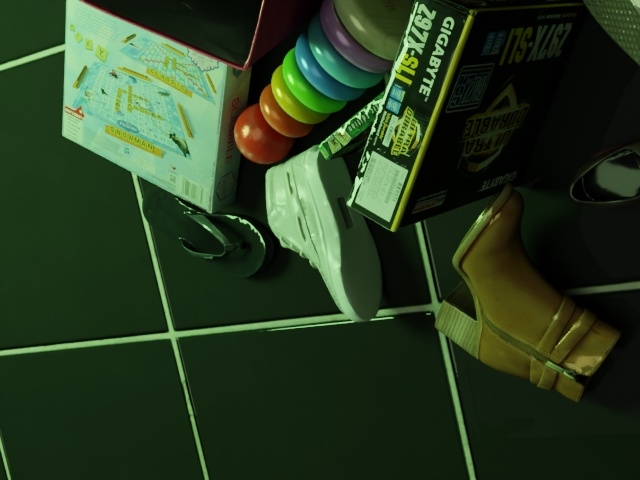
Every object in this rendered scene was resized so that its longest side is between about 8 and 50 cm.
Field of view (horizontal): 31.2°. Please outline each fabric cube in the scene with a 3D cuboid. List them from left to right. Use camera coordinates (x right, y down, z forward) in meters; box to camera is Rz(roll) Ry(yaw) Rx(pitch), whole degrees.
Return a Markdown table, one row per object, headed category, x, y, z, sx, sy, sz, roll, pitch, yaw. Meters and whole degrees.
| category | x | y | z | sx | sy | sz | roll | pitch | yaw |
| --- | --- | --- | --- | --- | --- | --- | --- | --- | --- |
| fabric cube | -0.125 | -0.410 | 1.462 | 0.254 | 0.258 | 0.259 | 25 | 123 | 11 |

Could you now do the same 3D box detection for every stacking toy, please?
| category | x | y | z | sx | sy | sz | roll | pitch | yaw |
| --- | --- | --- | --- | --- | --- | --- | --- | --- | --- |
| stacking toy | -0.006 | -0.218 | 1.574 | 0.330 | 0.141 | 0.141 | -42 | 78 | 41 |

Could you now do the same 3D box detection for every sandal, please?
| category | x | y | z | sx | sy | sz | roll | pitch | yaw |
| --- | --- | --- | --- | --- | --- | --- | --- | --- | --- |
| sandal | -0.184 | -0.009 | 1.774 | 0.254 | 0.054 | 0.097 | 22 | 113 | 27 |

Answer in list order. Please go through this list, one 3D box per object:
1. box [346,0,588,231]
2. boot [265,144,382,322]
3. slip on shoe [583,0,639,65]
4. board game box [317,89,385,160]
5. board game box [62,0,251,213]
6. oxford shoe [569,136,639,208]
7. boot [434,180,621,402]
| category | x | y | z | sx | sy | sz | roll | pitch | yaw |
| --- | --- | --- | --- | --- | --- | --- | --- | --- | --- |
| box | 0.178 | -0.164 | 1.333 | 0.079 | 0.322 | 0.257 | 29 | 115 | 26 |
| boot | 0.000 | 0.000 | 1.643 | 0.123 | 0.095 | 0.258 | -19 | 82 | 41 |
| slip on shoe | 0.383 | -0.282 | 1.311 | 0.101 | 0.123 | 0.331 | -31 | 69 | -9 |
| board game box | 0.123 | -0.192 | 1.477 | 0.260 | 0.136 | 0.030 | -37 | 83 | 35 |
| board game box | -0.250 | -0.245 | 1.718 | 0.319 | 0.066 | 0.318 | 28 | 127 | 24 |
| oxford shoe | 0.418 | -0.093 | 1.327 | 0.271 | 0.098 | 0.097 | -25 | 88 | 35 |
| boot | 0.271 | 0.074 | 1.435 | 0.220 | 0.109 | 0.283 | 29 | 132 | 18 |
